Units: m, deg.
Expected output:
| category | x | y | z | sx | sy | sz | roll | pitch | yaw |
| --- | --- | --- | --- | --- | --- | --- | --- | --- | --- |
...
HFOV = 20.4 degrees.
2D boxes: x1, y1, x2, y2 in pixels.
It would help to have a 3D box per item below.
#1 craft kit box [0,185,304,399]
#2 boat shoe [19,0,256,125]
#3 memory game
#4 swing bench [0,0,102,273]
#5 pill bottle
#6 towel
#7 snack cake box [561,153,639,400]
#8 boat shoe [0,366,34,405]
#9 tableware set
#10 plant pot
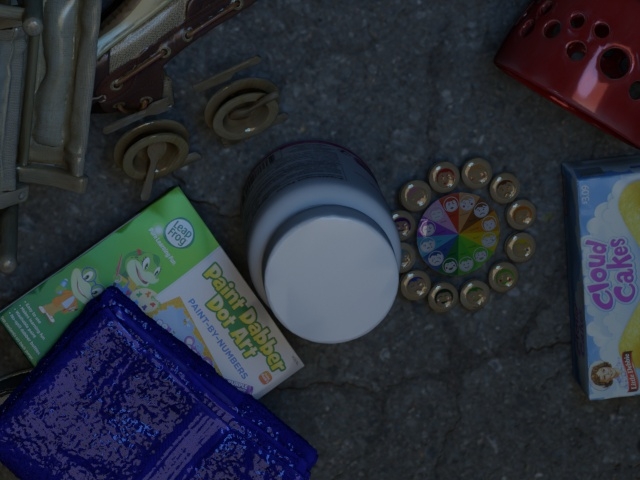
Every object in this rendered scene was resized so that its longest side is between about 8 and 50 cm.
| category | x | y | z | sx | sy | sz | roll | pitch | yaw |
| --- | --- | --- | --- | --- | --- | --- | --- | --- | --- |
| craft kit box | -0.187 | 0.110 | 1.966 | 0.247 | 0.061 | 0.250 | -37 | 97 | -12 |
| boat shoe | -0.201 | -0.183 | 1.896 | 0.342 | 0.123 | 0.123 | -43 | 106 | 4 |
| memory game | 0.159 | -0.005 | 2.016 | 0.186 | 0.012 | 0.186 | -4 | 107 | -12 |
| swing bench | -0.319 | -0.139 | 1.708 | 0.165 | 0.254 | 0.253 | 11 | 112 | 5 |
| pill bottle | 0.000 | 0.000 | 1.877 | 0.160 | 0.283 | 0.160 | -1 | 107 | -4 |
| towel | -0.179 | 0.224 | 1.902 | 0.308 | 0.076 | 0.227 | 40 | 82 | -9 |
| snack cake box | 0.361 | 0.038 | 2.020 | 0.152 | 0.089 | 0.264 | -7 | 107 | -3 |
| boat shoe | -0.263 | 0.203 | 2.023 | 0.255 | 0.079 | 0.095 | 9 | 104 | -8 |
| tableware set | -0.129 | -0.113 | 1.921 | 0.194 | 0.039 | 0.128 | -25 | 149 | 2 |
| plant pot | 0.304 | -0.214 | 1.894 | 0.191 | 0.191 | 0.174 | 28 | 94 | -12 |
